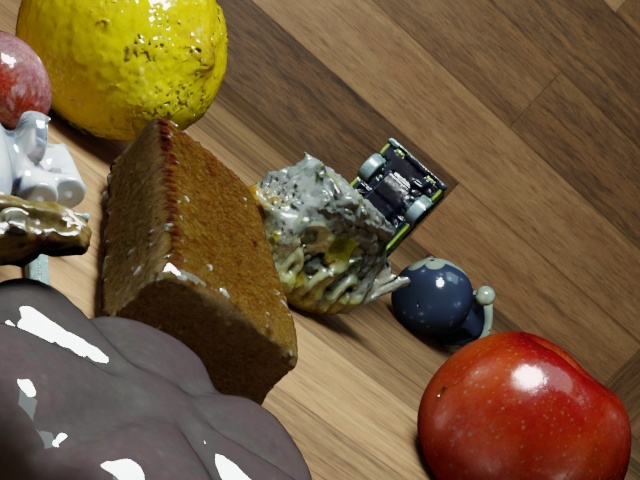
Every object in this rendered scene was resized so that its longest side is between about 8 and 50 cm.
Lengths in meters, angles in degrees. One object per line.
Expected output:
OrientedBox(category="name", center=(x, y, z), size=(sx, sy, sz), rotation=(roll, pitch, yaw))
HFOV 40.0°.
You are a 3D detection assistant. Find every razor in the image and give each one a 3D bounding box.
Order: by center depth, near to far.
OrientedBox(category="razor", center=(-0.222, 0.033, 0.693), size=(0.084, 0.035, 0.211), rotation=(10, 30, -24))

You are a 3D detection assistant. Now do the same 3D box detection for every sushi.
OrientedBox(category="sushi", center=(0.000, 0.000, 1.230), size=(0.274, 0.184, 0.139), rotation=(33, 14, -47))

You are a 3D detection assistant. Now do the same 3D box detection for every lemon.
OrientedBox(category="lemon", center=(-0.262, -0.259, 1.156), size=(0.310, 0.257, 0.258), rotation=(28, 0, 36))

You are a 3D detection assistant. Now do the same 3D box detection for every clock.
OrientedBox(category="clock", center=(0.243, 0.124, 1.730), size=(0.243, 0.200, 0.146), rotation=(35, 50, -50))

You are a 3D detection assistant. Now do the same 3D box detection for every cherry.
OrientedBox(category="cherry", center=(-0.367, -0.205, 0.921), size=(0.225, 0.090, 0.107), rotation=(51, 13, -30))

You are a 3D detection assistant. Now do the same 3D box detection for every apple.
OrientedBox(category="apple", center=(0.246, 0.234, 1.088), size=(0.260, 0.216, 0.260), rotation=(37, 9, -7))

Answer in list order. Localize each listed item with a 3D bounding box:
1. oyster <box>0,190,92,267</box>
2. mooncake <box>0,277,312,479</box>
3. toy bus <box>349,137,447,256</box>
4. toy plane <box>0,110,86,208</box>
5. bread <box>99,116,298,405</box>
OrientedBox(category="oyster", center=(-0.264, -0.008, 0.368), size=(0.345, 0.078, 0.129), rotation=(6, 13, -38))
OrientedBox(category="mooncake", center=(-0.108, 0.128, 0.432), size=(0.245, 0.133, 0.245), rotation=(34, 5, -4))
OrientedBox(category="toy bus", center=(0.074, -0.022, 1.426), size=(0.128, 0.262, 0.150), rotation=(43, 3, 9))
OrientedBox(category="toy plane", center=(-0.291, -0.070, 0.633), size=(0.245, 0.117, 0.244), rotation=(26, 24, -13))
OrientedBox(category="bread", center=(-0.134, 0.007, 0.900), size=(0.165, 0.113, 0.416), rotation=(37, 12, -23))
